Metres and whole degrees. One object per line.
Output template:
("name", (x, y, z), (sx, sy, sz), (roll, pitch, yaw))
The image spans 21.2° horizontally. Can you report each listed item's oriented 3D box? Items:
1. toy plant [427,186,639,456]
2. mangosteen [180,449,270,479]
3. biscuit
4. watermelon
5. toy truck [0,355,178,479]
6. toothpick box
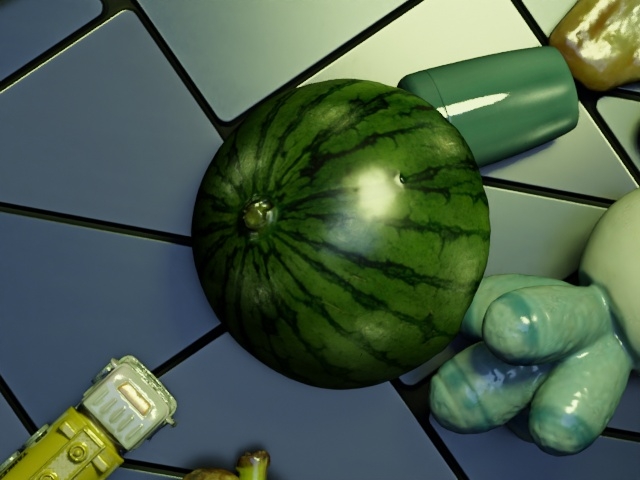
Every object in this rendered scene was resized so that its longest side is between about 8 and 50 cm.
("toy plant", (0.263, 0.103, 1.792), (0.332, 0.247, 0.247), (-27, 90, -3))
("mangosteen", (-0.092, 0.319, 1.779), (0.192, 0.192, 0.217), (29, 65, -3))
("biscuit", (0.418, -0.243, 1.892), (0.237, 0.062, 0.290), (40, 85, -3))
("watermelon", (0.000, 0.000, 1.750), (0.331, 0.189, 0.331), (6, 102, 30))
("toy truck", (-0.255, 0.225, 1.796), (0.227, 0.114, 0.098), (-44, 91, -5))
("toothpick box", (0.182, -0.143, 1.844), (0.184, 0.120, 0.120), (-17, 89, -8))
